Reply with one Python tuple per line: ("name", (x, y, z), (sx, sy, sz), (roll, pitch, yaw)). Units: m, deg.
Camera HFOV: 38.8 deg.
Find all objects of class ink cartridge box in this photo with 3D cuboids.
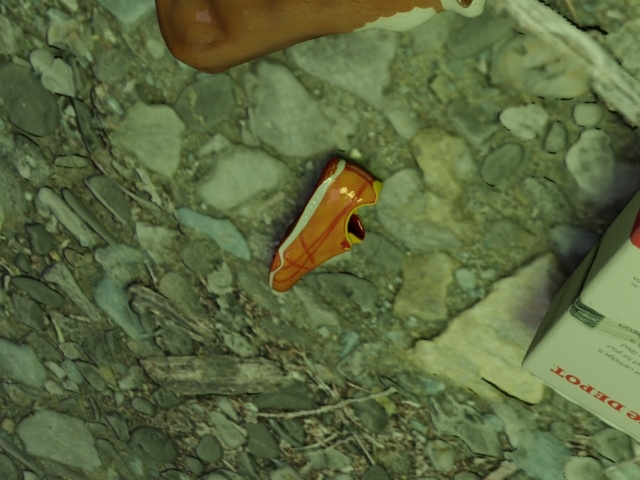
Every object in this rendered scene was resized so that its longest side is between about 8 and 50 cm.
("ink cartridge box", (0.284, 0.051, 0.679), (0.172, 0.100, 0.237), (31, 142, 7))

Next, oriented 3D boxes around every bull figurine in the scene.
("bull figurine", (-0.016, -0.222, 0.681), (0.310, 0.101, 0.188), (-12, 111, 32))

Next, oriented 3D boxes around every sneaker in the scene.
("sneaker", (0.000, 0.000, 0.852), (0.067, 0.064, 0.175), (30, 135, -6))
